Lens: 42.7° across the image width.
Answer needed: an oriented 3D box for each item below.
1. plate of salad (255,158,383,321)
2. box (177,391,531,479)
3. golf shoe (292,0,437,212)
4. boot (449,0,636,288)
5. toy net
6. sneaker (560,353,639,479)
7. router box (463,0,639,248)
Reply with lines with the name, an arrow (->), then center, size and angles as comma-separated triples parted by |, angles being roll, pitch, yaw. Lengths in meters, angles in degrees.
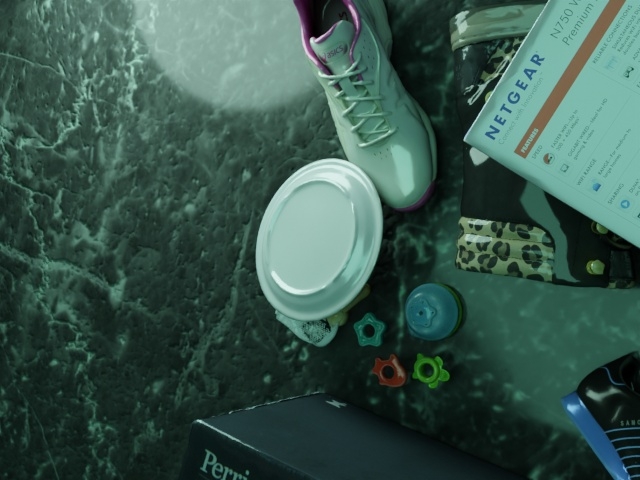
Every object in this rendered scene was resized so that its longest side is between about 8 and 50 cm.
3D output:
plate of salad -> 0.000, 0.000, 0.981 | 0.200, 0.048, 0.199 | -13, 69, 38
box -> 0.074, 0.466, 0.821 | 0.480, 0.297, 0.471 | 18, 94, 28
golf shoe -> 0.042, -0.176, 0.957 | 0.115, 0.140, 0.306 | -26, 77, 24
boot -> 0.304, -0.094, 0.813 | 0.378, 0.138, 0.284 | 5, 93, 22
toy net -> 0.053, 0.109, 0.990 | 0.232, 0.045, 0.122 | 2, 90, 30
sneaker -> 0.329, 0.211, 0.783 | 0.090, 0.081, 0.232 | -44, 46, 14
router box -> 0.338, -0.149, 0.680 | 0.301, 0.082, 0.335 | 36, 106, 17
